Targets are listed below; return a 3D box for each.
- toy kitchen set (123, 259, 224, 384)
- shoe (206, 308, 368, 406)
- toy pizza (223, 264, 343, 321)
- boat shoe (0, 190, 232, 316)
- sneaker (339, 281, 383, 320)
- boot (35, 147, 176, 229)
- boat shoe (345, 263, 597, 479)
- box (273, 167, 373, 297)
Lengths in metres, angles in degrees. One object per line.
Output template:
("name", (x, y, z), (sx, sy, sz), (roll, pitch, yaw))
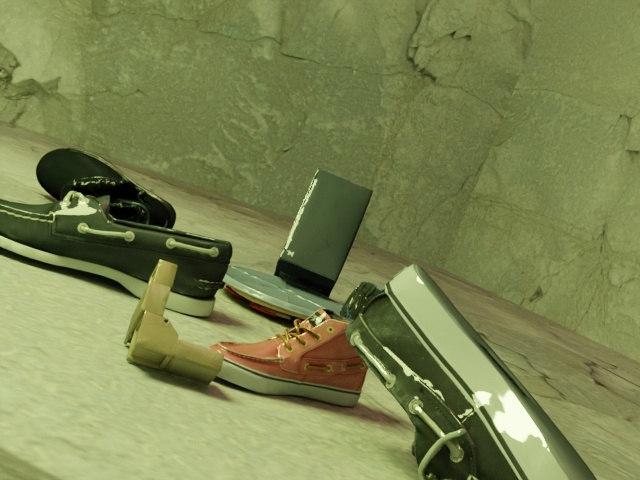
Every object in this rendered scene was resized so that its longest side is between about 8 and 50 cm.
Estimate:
("toy kitchen set", (-0.123, 0.077, 0.768), (0.075, 0.083, 0.068), (20, -37, -15))
("shoe", (-0.024, 0.098, 0.830), (0.178, 0.081, 0.063), (18, 5, -35))
("toy pizza", (-0.051, 0.082, 1.221), (0.201, 0.032, 0.201), (20, 5, -2))
("boat shoe", (-0.248, -0.007, 0.998), (0.303, 0.091, 0.114), (20, 4, -16))
("sneaker", (0.101, 0.129, 1.112), (0.087, 0.083, 0.221), (30, 10, -44))
("boot", (-0.344, -0.075, 1.341), (0.247, 0.094, 0.207), (27, 1, 4))
("boat shoe", (0.116, 0.152, 0.679), (0.306, 0.105, 0.113), (53, 11, 32))
("box", (0.000, 0.000, 1.349), (0.093, 0.156, 0.158), (22, -19, 1))
